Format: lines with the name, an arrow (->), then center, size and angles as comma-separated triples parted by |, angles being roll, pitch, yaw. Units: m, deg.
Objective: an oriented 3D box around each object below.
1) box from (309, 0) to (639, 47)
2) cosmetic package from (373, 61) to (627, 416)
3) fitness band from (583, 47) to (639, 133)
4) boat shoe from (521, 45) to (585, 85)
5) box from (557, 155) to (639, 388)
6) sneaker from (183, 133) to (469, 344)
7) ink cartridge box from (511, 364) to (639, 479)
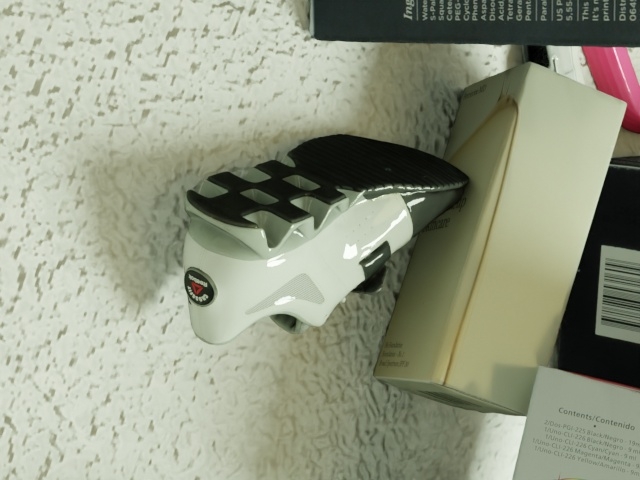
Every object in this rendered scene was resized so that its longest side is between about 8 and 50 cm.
box -> 0.228, -0.275, 1.202 | 0.293, 0.395, 0.212 | -11, 104, -45
cosmetic package -> 0.167, 0.003, 1.339 | 0.113, 0.160, 0.309 | 20, 79, -15
fitness band -> 0.375, -0.256, 1.605 | 0.209, 0.054, 0.291 | -49, 127, -29
boat shoe -> 0.237, -0.175, 1.472 | 0.063, 0.066, 0.184 | -14, 110, -29
box -> 0.426, 0.055, 1.615 | 0.294, 0.183, 0.296 | -6, 102, -45
sneaker -> 0.000, 0.000, 1.233 | 0.330, 0.122, 0.146 | -17, 127, -44
ink cartridge box -> 0.274, 0.206, 1.323 | 0.309, 0.130, 0.272 | 31, 72, -70
